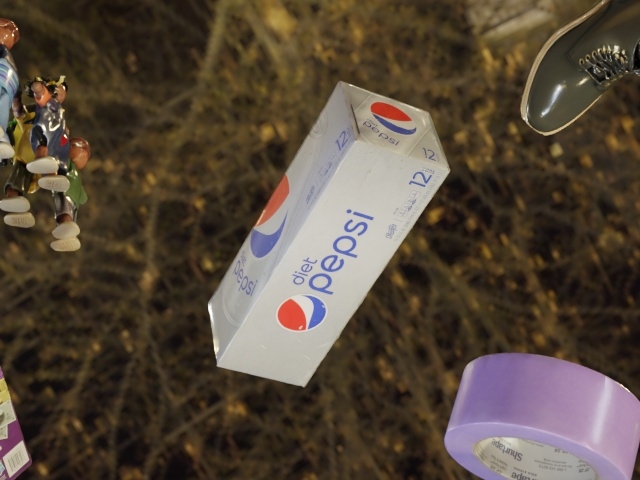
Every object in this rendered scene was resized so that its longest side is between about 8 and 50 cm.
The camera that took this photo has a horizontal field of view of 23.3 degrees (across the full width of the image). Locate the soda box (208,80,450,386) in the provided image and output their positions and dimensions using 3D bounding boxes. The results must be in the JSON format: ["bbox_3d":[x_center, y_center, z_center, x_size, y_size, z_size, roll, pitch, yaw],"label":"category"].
[{"bbox_3d":[0.000,0.000,1.412,0.286,0.098,0.091,-58,-152,33],"label":"soda box"}]

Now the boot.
[{"bbox_3d":[0.259,-0.161,1.419,0.198,0.077,0.137,-54,-165,23],"label":"boot"}]

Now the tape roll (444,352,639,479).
[{"bbox_3d":[0.225,0.191,1.561,0.189,0.189,0.080,-8,-127,41],"label":"tape roll"}]

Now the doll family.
[{"bbox_3d":[-0.215,-0.083,1.152,0.076,0.193,0.111,3,-123,-1],"label":"doll family"}]

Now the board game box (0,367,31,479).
[{"bbox_3d":[-0.426,0.221,1.524,0.056,0.208,0.347,2,-155,27],"label":"board game box"}]
